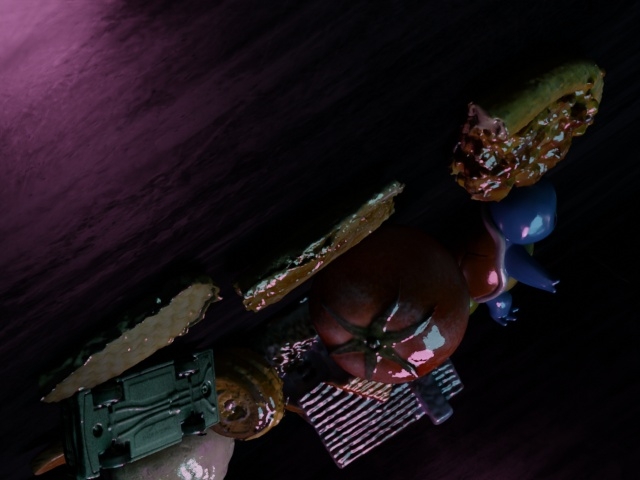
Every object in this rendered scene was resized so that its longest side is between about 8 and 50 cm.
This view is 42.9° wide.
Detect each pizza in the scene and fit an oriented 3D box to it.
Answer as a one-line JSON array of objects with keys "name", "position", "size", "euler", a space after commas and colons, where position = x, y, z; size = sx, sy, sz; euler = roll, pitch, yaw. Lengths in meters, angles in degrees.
[{"name": "pizza", "position": [0.307, -0.167, 1.224], "size": [0.278, 0.114, 0.408], "euler": [-46, 159, 22]}]

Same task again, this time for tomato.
[{"name": "tomato", "position": [0.117, 0.096, 1.355], "size": [0.264, 0.265, 0.265], "euler": [-31, 165, -10]}]

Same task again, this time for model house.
[{"name": "model house", "position": [0.077, 0.270, 1.644], "size": [0.360, 0.339, 0.297], "euler": [-31, 167, -9]}]

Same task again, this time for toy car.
[{"name": "toy car", "position": [-0.277, 0.265, 1.276], "size": [0.097, 0.142, 0.320], "euler": [-4, -177, 31]}]

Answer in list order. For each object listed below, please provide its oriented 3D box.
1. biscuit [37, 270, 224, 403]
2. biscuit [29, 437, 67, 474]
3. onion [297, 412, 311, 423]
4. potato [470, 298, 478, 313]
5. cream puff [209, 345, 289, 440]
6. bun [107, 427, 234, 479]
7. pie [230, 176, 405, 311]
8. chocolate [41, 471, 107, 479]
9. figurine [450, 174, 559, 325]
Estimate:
[{"name": "biscuit", "position": [-0.245, 0.129, 1.108], "size": [0.273, 0.036, 0.187], "euler": [-36, 165, 6]}, {"name": "biscuit", "position": [-0.383, 0.344, 1.459], "size": [0.205, 0.049, 0.324], "euler": [-35, 165, 8]}, {"name": "onion", "position": [0.077, 0.389, 2.180], "size": [0.337, 0.260, 0.281], "euler": [-45, 166, 34]}, {"name": "potato", "position": [0.272, 0.139, 1.952], "size": [0.253, 0.149, 0.186], "euler": [-17, -172, 42]}, {"name": "cream puff", "position": [-0.145, 0.278, 1.514], "size": [0.189, 0.189, 0.129], "euler": [-44, -172, 32]}, {"name": "bun", "position": [-0.300, 0.473, 1.710], "size": [0.283, 0.179, 0.283], "euler": [-20, 172, -3]}, {"name": "pie", "position": [0.000, 0.000, 1.155], "size": [0.282, 0.068, 0.128], "euler": [-33, 166, -8]}, {"name": "chocolate", "position": [-0.483, 0.574, 1.598], "size": [0.186, 0.283, 0.283], "euler": [-52, 161, 14]}, {"name": "figurine", "position": [0.367, 0.013, 1.743], "size": [0.243, 0.298, 0.416], "euler": [29, 133, -22]}]
